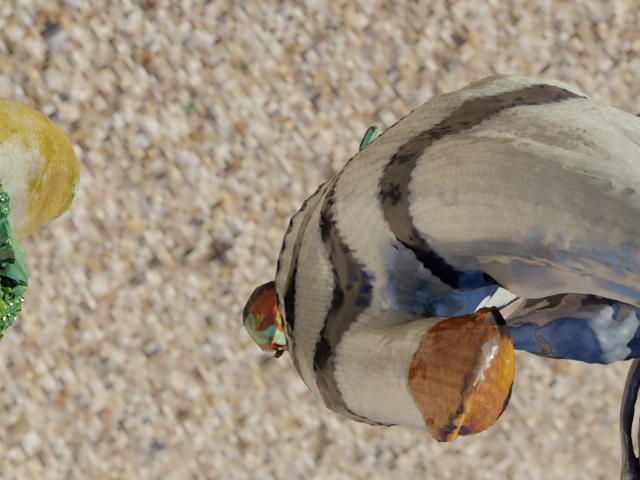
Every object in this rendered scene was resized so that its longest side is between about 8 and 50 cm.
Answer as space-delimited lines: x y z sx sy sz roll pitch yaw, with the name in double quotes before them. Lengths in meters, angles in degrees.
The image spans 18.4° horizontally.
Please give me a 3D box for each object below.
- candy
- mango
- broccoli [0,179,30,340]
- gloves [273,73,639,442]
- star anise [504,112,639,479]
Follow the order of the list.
"candy" 0.000 0.000 1.257 0.184 0.049 0.055 -63 178 33
"mango" -0.355 -0.053 2.016 0.316 0.146 0.192 -12 123 -53
"broccoli" -0.226 0.000 0.901 0.195 0.195 0.156 -14 161 -27
"gloves" 0.070 0.002 0.642 0.140 0.131 0.219 -1 169 -26
"star anise" 0.198 0.028 0.997 0.229 0.093 0.236 -15 118 4
